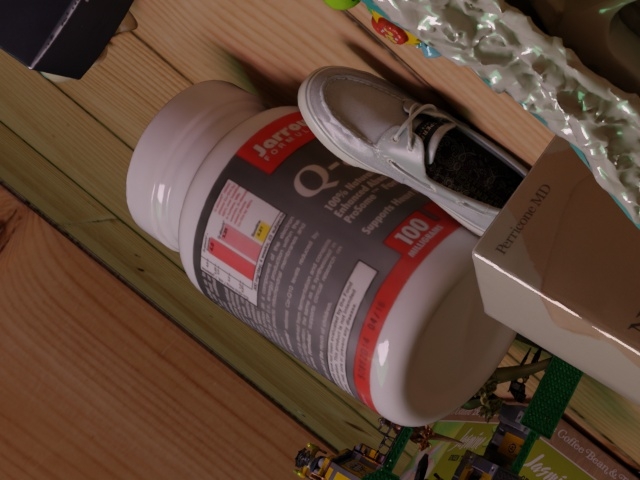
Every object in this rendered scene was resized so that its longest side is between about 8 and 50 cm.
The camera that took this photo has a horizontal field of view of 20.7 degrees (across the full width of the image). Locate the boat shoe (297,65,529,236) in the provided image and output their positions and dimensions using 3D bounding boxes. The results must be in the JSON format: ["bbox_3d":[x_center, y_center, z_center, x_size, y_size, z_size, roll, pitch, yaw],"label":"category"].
[{"bbox_3d":[0.089,-0.081,1.450,0.227,0.079,0.081,32,161,-6],"label":"boat shoe"}]

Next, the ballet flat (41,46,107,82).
[{"bbox_3d":[-0.310,-0.260,1.875,0.086,0.086,0.248,26,165,40],"label":"ballet flat"}]

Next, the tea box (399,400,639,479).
[{"bbox_3d":[0.212,0.390,2.208,0.220,0.323,0.329,38,166,-9],"label":"tea box"}]

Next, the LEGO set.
[{"bbox_3d":[0.102,0.164,1.804,0.255,0.331,0.192,21,180,-35],"label":"LEGO set"}]

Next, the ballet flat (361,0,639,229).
[{"bbox_3d":[0.146,-0.145,1.009,0.409,0.147,0.147,38,168,-19],"label":"ballet flat"}]

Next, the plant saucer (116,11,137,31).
[{"bbox_3d":[-0.229,-0.242,1.828,0.083,0.015,0.083,35,168,9],"label":"plant saucer"}]

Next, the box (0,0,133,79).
[{"bbox_3d":[-0.303,-0.256,1.677,0.207,0.108,0.153,36,-173,8],"label":"box"}]

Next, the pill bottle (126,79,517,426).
[{"bbox_3d":[0.000,0.000,1.634,0.363,0.210,0.210,32,167,31],"label":"pill bottle"}]

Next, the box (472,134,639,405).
[{"bbox_3d":[0.276,0.053,1.258,0.311,0.148,0.121,30,165,21],"label":"box"}]

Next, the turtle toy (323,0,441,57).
[{"bbox_3d":[0.054,-0.173,1.213,0.130,0.066,0.095,30,166,26],"label":"turtle toy"}]
